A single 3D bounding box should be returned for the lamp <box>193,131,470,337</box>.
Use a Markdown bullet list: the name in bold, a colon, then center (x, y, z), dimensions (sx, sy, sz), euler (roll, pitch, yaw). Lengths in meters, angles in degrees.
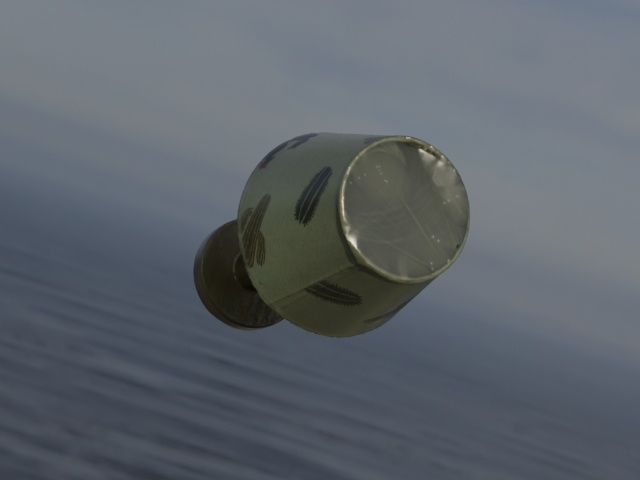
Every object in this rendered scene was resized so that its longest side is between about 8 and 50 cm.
- **lamp**: center (0.000, 0.000, 1.002), dimensions (0.121, 0.121, 0.215), euler (18, -18, -21)
